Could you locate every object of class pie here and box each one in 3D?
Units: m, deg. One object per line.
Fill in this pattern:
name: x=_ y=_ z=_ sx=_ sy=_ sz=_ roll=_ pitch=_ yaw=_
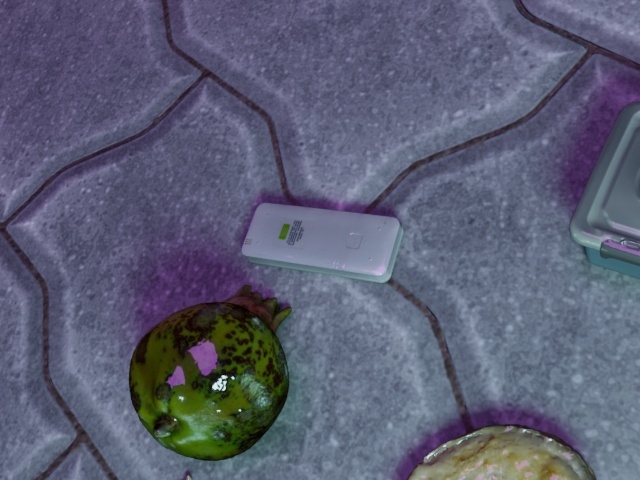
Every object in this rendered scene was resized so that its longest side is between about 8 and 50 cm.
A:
pie: x=0.203 y=0.336 z=0.842 sx=0.274 sy=0.055 sz=0.274 roll=-15 pitch=46 yaw=17

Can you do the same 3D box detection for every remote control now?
remote control: x=0.000 y=0.000 z=1.149 sx=0.250 sy=0.034 sz=0.103 roll=7 pitch=66 yaw=25

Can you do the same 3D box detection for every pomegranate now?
pomegranate: x=-0.146 y=0.156 z=1.022 sx=0.221 sy=0.204 sz=0.277 roll=-14 pitch=54 yaw=33

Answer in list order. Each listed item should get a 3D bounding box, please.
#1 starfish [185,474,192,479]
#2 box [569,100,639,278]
starfish: x=-0.220 y=0.405 z=1.013 sx=0.208 sy=0.053 sz=0.176 roll=9 pitch=57 yaw=20
box: x=0.431 y=-0.057 z=0.948 sx=0.162 sy=0.130 sz=0.227 roll=20 pitch=73 yaw=29
